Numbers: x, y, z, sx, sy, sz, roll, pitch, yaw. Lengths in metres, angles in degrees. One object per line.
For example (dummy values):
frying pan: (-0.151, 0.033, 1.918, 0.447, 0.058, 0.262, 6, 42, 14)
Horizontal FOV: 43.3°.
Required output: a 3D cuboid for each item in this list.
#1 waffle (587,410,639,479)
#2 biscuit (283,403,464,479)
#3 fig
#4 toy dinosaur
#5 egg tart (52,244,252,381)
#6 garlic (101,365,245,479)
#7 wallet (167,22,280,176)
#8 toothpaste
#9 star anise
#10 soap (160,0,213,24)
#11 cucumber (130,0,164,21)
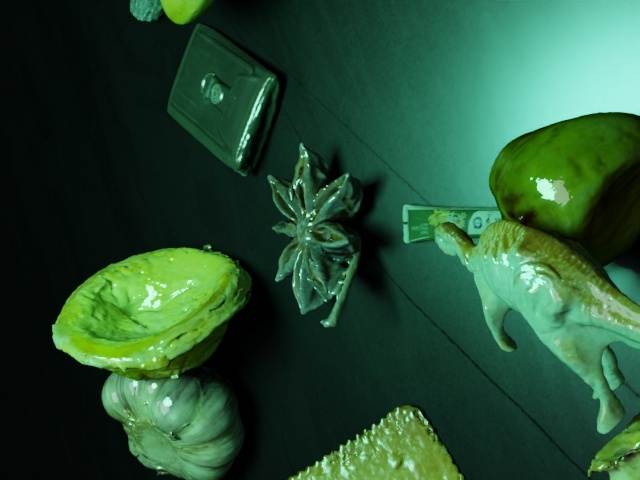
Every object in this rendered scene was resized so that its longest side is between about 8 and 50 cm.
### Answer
waffle: (0.375, 0.117, 0.592, 0.308, 0.213, 0.091, -41, 76, 41)
biscuit: (0.080, 0.352, 0.981, 0.232, 0.013, 0.237, -33, 66, -1)
fig: (0.249, -0.051, 0.770, 0.165, 0.144, 0.154, -43, 28, 33)
toy dinosaur: (0.229, 0.071, 0.687, 0.205, 0.092, 0.393, 62, 163, -12)
egg tart: (-0.247, 0.121, 1.227, 0.315, 0.315, 0.120, 18, 131, 44)
garlic: (-0.228, 0.273, 1.304, 0.245, 0.160, 0.245, 16, 135, 17)
wallet: (-0.159, -0.223, 1.244, 0.245, 0.052, 0.169, 41, 120, 39)
toothpaste: (0.170, -0.020, 0.928, 0.204, 0.031, 0.049, 0, 94, 49)
star anise: (-0.001, 0.000, 1.075, 0.230, 0.081, 0.262, -53, 47, 37)
soap: (-0.156, -0.507, 1.129, 0.306, 0.115, 0.427, -35, 50, 48)
cucumber: (-0.274, -0.411, 1.327, 0.112, 0.064, 0.064, -43, 64, 42)
